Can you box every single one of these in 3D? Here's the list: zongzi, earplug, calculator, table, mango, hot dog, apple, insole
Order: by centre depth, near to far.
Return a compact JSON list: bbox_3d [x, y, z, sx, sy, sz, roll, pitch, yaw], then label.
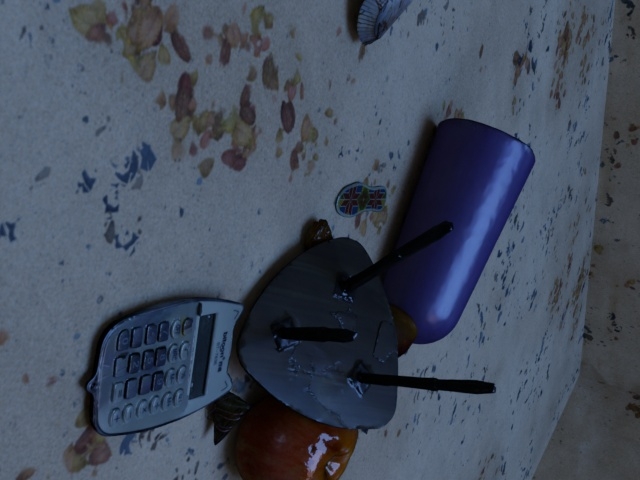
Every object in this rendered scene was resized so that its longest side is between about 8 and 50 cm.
[{"bbox_3d":[-0.204,0.163,1.046,0.268,0.040,0.177,-7,109,-58],"label":"calculator"},{"bbox_3d":[0.087,0.109,1.172,0.317,0.249,0.317,11,72,-34],"label":"table"},{"bbox_3d":[-0.144,0.271,1.192,0.083,0.067,0.073,92,20,-57],"label":"zongzi"},{"bbox_3d":[-0.035,0.335,1.296,0.209,0.164,0.209,-35,135,-46],"label":"apple"},{"bbox_3d":[0.112,-0.402,1.302,0.191,0.059,0.108,-56,159,-37],"label":"hot dog"},{"bbox_3d":[0.000,0.000,1.324,0.058,0.035,0.083,-55,144,-31],"label":"hot dog"},{"bbox_3d":[0.067,0.178,1.438,0.267,0.111,0.133,-14,115,-38],"label":"mango"},{"bbox_3d":[0.078,-0.075,1.454,0.193,0.006,0.065,-5,108,-59],"label":"insole"},{"bbox_3d":[0.260,-0.005,1.612,0.215,0.215,0.456,36,76,-59],"label":"earplug"}]

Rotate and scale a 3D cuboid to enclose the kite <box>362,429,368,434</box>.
[{"bbox_3d":[0.086,0.314,1.646,0.285,0.015,0.152,43,66,-58],"label":"kite"}]
